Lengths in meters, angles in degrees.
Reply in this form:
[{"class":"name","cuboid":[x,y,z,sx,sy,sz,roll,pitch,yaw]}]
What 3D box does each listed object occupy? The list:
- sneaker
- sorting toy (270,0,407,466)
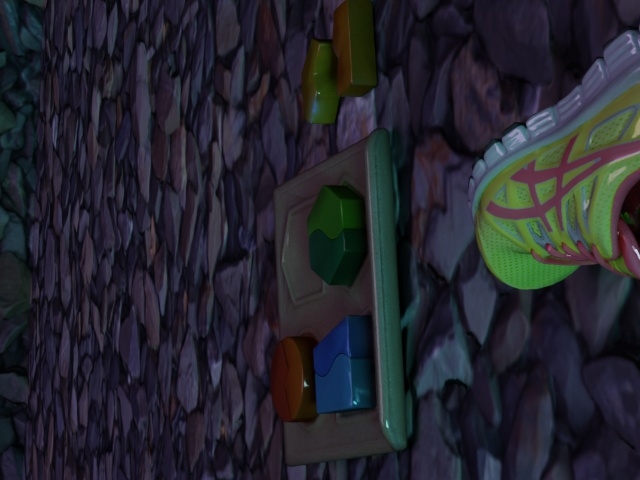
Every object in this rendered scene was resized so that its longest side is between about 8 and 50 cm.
[{"class":"sneaker","cuboid":[0.129,-0.015,0.755,0.208,0.081,0.094,126,139,-59]},{"class":"sorting toy","cuboid":[0.000,0.000,1.190,0.229,0.041,0.307,151,117,-69]}]
